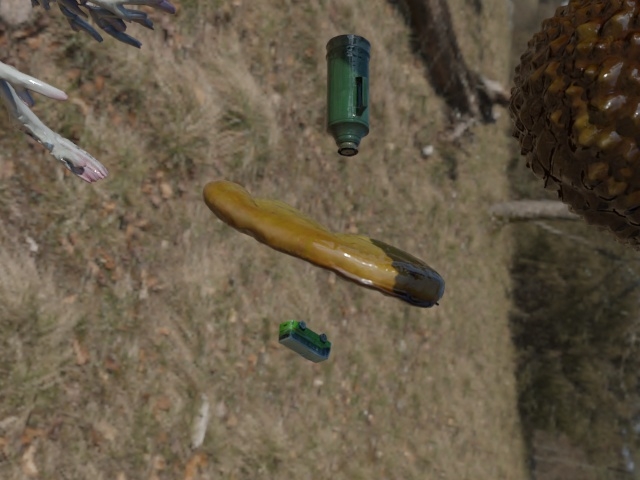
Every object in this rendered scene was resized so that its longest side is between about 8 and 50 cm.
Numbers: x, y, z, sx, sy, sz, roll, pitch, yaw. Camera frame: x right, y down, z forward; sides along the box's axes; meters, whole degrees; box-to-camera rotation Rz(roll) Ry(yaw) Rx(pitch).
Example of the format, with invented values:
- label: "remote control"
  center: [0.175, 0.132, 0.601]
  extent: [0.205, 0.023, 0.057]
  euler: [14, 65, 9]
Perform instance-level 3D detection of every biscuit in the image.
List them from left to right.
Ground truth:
- label: "biscuit"
  center: [-0.002, 0.000, 0.984]
  extent: [0.154, 0.299, 0.045]
  euler: [-35, 147, -79]

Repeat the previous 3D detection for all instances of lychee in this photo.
- label: "lychee"
  center: [0.299, -0.123, 0.774]
  extent: [0.267, 0.267, 0.267]
  euler: [10, 90, -74]

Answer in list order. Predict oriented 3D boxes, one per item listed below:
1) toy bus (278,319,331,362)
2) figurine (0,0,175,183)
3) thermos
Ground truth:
- label: "toy bus"
  center: [-0.021, 0.140, 1.236]
  extent: [0.083, 0.031, 0.037]
  euler: [35, 44, -35]
- label: "figurine"
  center: [-0.334, -0.221, 0.884]
  extent: [0.284, 0.315, 0.206]
  euler: [35, 77, -45]
- label: "thermos"
  center: [0.048, -0.224, 1.394]
  extent: [0.073, 0.083, 0.188]
  euler: [31, 54, -56]
